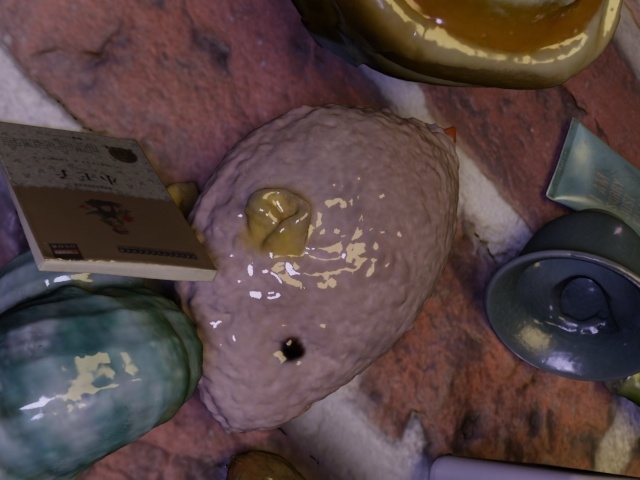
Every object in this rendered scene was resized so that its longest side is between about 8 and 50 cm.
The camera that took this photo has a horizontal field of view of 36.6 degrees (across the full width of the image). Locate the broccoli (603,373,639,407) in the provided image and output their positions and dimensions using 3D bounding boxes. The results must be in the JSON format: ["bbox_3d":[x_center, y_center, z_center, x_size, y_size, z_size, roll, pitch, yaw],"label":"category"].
[{"bbox_3d":[0.469,0.253,1.239,0.275,0.177,0.198,13,116,-6],"label":"broccoli"}]

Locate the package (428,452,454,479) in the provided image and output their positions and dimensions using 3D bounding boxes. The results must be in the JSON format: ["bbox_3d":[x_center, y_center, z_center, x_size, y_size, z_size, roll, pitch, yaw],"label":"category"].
[{"bbox_3d":[0.146,0.347,1.049,0.173,0.027,0.171,47,64,-24],"label":"package"}]

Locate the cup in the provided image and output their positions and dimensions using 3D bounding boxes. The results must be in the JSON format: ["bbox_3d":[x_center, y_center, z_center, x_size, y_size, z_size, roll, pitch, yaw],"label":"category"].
[{"bbox_3d":[0.300,0.040,1.098,0.199,0.199,0.150,51,44,-22],"label":"cup"}]

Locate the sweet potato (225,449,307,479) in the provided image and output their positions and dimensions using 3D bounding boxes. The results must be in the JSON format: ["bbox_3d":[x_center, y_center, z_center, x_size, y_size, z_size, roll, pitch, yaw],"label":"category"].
[{"bbox_3d":[-0.002,0.276,0.926,0.233,0.062,0.081,37,76,-27],"label":"sweet potato"}]

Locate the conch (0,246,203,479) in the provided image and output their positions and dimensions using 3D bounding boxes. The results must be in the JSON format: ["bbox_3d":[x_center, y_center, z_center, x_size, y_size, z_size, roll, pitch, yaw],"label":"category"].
[{"bbox_3d":[-0.197,0.094,0.732,0.195,0.220,0.277,39,51,-53],"label":"conch"}]

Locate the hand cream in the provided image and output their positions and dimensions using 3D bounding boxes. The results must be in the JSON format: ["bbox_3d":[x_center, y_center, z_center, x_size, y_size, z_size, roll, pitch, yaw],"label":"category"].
[{"bbox_3d":[0.415,-0.036,1.232,0.312,0.070,0.111,28,75,-26],"label":"hand cream"}]

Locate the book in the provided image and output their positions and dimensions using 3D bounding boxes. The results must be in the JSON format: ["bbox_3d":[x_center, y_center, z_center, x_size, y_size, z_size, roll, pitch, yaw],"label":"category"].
[{"bbox_3d":[-0.176,-0.034,0.758,0.139,0.198,0.016,5,122,-36],"label":"book"}]

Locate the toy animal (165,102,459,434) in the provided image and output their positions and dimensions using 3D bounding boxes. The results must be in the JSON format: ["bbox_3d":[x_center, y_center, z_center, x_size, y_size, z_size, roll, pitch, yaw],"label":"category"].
[{"bbox_3d":[0.004,-0.005,0.870,0.358,0.188,0.226,-49,119,-27],"label":"toy animal"}]

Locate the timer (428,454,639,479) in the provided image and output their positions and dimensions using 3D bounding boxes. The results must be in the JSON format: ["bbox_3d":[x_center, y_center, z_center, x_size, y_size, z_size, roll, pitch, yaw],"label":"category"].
[{"bbox_3d":[0.234,0.328,0.979,0.193,0.195,0.194,14,76,-36],"label":"timer"}]

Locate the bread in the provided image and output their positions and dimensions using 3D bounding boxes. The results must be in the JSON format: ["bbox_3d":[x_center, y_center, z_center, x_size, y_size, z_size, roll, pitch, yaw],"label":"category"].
[{"bbox_3d":[0.095,-0.244,0.865,0.301,0.341,0.210,36,91,-31],"label":"bread"}]
